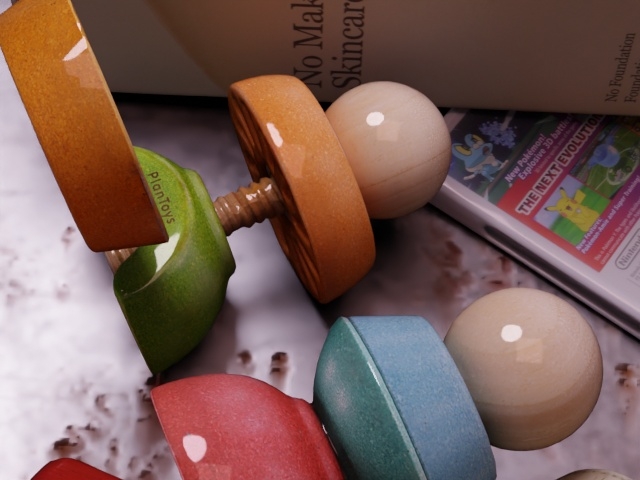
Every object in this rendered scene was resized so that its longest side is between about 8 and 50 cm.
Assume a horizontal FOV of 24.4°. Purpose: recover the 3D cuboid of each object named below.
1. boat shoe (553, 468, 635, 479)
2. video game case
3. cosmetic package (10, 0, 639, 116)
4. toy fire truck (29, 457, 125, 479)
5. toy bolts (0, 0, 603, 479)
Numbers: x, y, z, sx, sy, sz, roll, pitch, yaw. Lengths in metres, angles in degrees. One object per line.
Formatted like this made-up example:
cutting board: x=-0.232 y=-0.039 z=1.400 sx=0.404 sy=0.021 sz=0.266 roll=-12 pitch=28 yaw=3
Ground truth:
boat shoe: x=0.097 y=0.145 z=0.551 sx=0.302 sy=0.113 sz=0.103 roll=-8 pitch=57 yaw=-23
video game case: x=0.168 y=-0.048 z=0.722 sx=0.183 sy=0.023 sz=0.201 roll=34 pitch=62 yaw=13
cosmetic package: x=0.018 y=-0.150 z=0.669 sx=0.309 sy=0.160 sz=0.113 roll=1 pitch=56 yaw=1
toy fire truck: x=-0.180 y=0.147 z=0.400 sx=0.169 sy=0.254 sz=0.302 roll=23 pitch=86 yaw=6
toy bolts: x=0.000 y=0.000 z=0.553 sx=0.158 sy=0.218 sz=0.228 roll=-23 pitch=60 yaw=-6
